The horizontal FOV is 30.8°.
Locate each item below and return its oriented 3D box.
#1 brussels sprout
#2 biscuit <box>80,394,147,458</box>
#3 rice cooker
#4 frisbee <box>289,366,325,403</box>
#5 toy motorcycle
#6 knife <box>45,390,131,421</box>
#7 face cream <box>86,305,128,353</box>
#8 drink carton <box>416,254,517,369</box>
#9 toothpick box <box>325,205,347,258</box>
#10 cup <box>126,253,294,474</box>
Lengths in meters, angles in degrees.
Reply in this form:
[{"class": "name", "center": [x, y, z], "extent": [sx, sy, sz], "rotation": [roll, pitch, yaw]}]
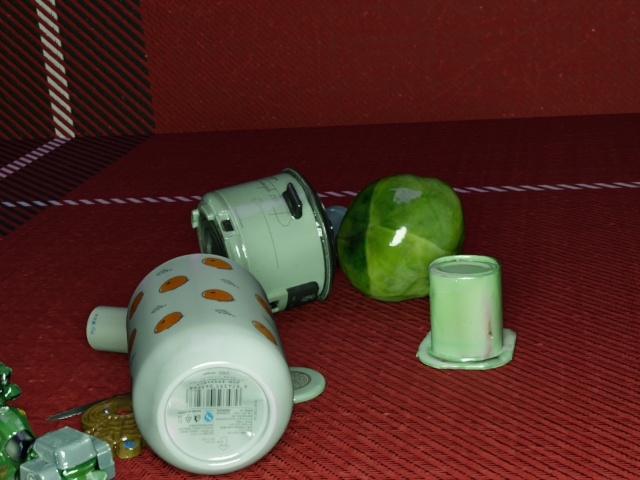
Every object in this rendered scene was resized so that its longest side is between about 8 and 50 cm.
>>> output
[{"class": "brussels sprout", "center": [0.130, -0.002, 2.026], "extent": [0.210, 0.219, 0.271], "rotation": [7, -7, -21]}, {"class": "biscuit", "center": [-0.273, 0.253, 1.611], "extent": [0.124, 0.026, 0.175], "rotation": [-6, 17, -3]}, {"class": "rice cooker", "center": [-0.086, 0.005, 2.014], "extent": [0.227, 0.280, 0.241], "rotation": [-15, 60, -19]}, {"class": "frisbee", "center": [-0.047, 0.211, 1.702], "extent": [0.110, 0.014, 0.110], "rotation": [-4, 17, 1]}, {"class": "toy motorcycle", "center": [-0.361, 0.245, 1.390], "extent": [0.275, 0.187, 0.125], "rotation": [10, 22, 38]}, {"class": "knife", "center": [-0.319, 0.238, 1.700], "extent": [0.170, 0.010, 0.023], "rotation": [-15, 20, -24]}, {"class": "face cream", "center": [-0.249, 0.148, 1.855], "extent": [0.250, 0.077, 0.077], "rotation": [3, 19, 25]}, {"class": "drink carton", "center": [0.220, 0.104, 1.763], "extent": [0.146, 0.142, 0.144], "rotation": [1, 19, 14]}, {"class": "toothpick box", "center": [0.000, 0.000, 2.230], "extent": [0.101, 0.101, 0.153], "rotation": [5, 18, 29]}, {"class": "cup", "center": [-0.150, 0.164, 1.549], "extent": [0.212, 0.212, 0.317], "rotation": [-7, 18, -8]}]
